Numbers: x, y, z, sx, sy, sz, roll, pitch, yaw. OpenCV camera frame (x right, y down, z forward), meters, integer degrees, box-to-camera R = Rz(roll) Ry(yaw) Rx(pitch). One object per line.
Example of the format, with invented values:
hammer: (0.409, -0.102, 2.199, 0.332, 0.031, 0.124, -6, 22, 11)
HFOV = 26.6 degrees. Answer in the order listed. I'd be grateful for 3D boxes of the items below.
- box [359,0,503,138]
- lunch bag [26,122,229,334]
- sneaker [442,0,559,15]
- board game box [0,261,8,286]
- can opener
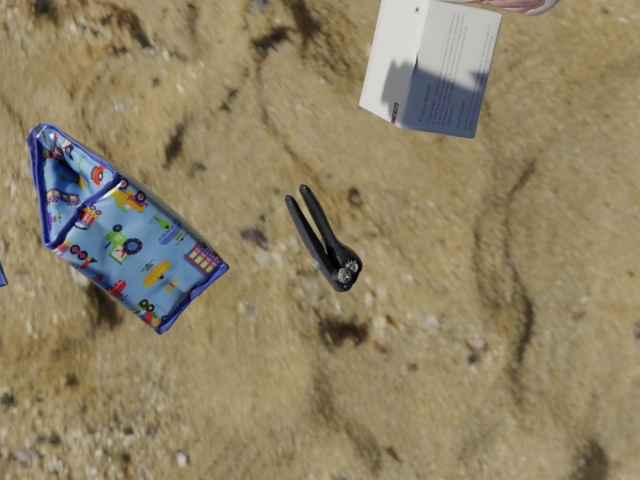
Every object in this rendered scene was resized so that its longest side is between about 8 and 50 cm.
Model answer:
box: (0.152, -0.251, 1.909, 0.119, 0.182, 0.181, 8, 103, -19)
lunch bag: (-0.282, -0.044, 1.838, 0.138, 0.293, 0.221, -44, 126, 4)
sneaker: (0.138, -0.205, 1.071, 0.070, 0.134, 0.051, 11, 97, -33)
board game box: (-0.367, -0.090, 0.876, 0.233, 0.078, 0.347, -20, 123, -16)
can opener: (0.000, 0.000, 1.841, 0.059, 0.073, 0.186, -48, 132, -15)
